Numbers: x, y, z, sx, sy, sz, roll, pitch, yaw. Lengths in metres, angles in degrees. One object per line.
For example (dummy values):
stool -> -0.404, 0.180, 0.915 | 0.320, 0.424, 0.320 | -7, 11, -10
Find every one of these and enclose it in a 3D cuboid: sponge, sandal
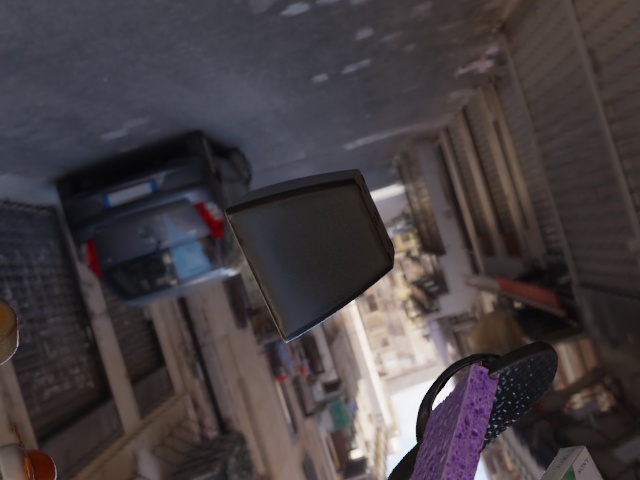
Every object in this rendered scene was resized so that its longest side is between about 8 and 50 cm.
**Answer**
sponge -> 0.102, 0.222, 0.863 | 0.117, 0.031, 0.210 | 117, -3, -56
sandal -> 0.216, 0.277, 1.572 | 0.167, 0.107, 0.446 | -2, 142, -30

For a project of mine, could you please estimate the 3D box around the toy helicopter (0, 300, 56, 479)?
toy helicopter -> -0.329, 0.171, 0.861 | 0.234, 0.140, 0.355 | 1, -144, 1

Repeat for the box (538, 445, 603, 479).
box -> 0.435, 0.529, 1.582 | 0.058, 0.322, 0.232 | -25, -173, 44

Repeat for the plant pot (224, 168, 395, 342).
plant pot -> 0.000, 0.000, 1.303 | 0.167, 0.187, 0.188 | -23, -173, 8
